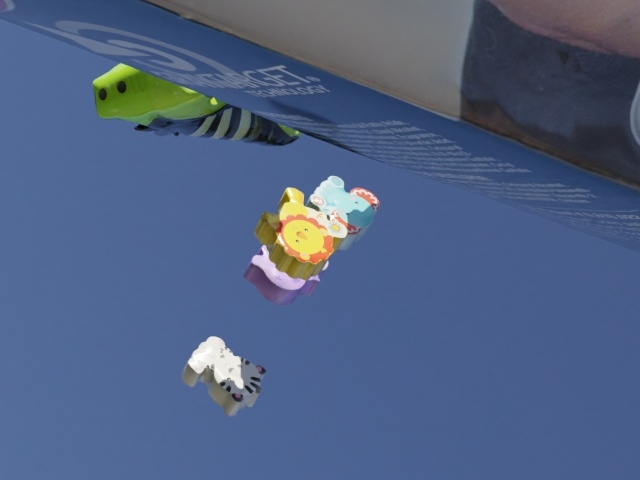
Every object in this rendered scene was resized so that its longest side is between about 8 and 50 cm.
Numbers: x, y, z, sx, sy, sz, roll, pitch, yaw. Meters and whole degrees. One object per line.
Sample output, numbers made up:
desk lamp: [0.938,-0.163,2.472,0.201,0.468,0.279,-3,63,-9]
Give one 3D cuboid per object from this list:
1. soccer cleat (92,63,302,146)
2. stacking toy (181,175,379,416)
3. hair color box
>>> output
soccer cleat: [-0.063,-0.082,0.929,0.072,0.179,0.060,-15,-98,22]
stacking toy: [0.000,0.000,1.102,0.052,0.221,0.167,35,-46,5]
hair color box: [0.032,-0.111,0.426,0.105,0.347,0.174,11,-96,62]
